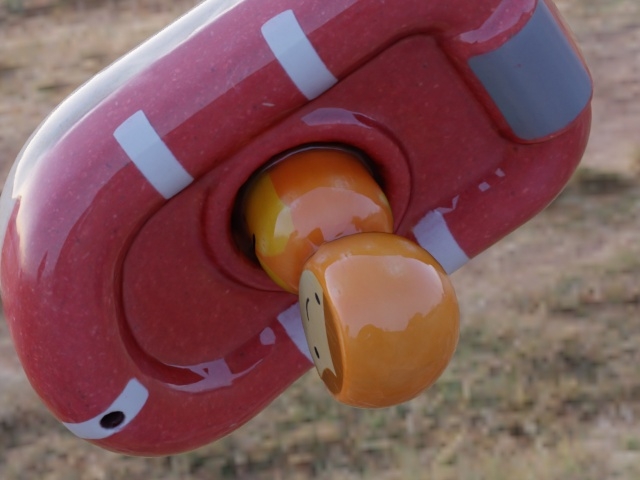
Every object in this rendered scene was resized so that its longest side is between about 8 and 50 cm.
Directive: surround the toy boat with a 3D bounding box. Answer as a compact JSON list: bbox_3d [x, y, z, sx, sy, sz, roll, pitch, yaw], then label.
[{"bbox_3d":[0.000,0.000,0.690,0.231,0.151,0.151,-35,43,7],"label":"toy boat"}]
